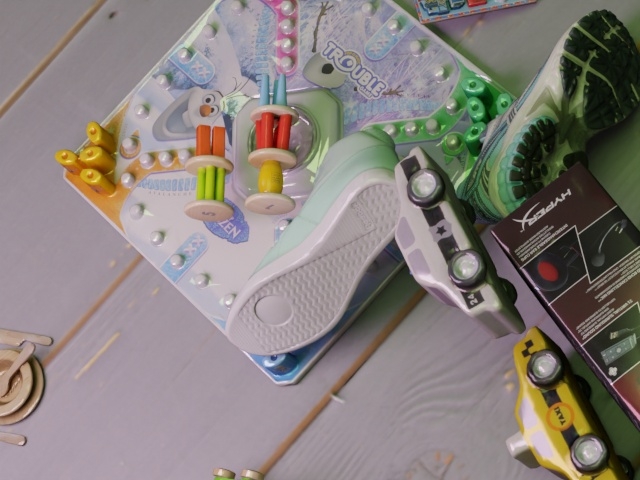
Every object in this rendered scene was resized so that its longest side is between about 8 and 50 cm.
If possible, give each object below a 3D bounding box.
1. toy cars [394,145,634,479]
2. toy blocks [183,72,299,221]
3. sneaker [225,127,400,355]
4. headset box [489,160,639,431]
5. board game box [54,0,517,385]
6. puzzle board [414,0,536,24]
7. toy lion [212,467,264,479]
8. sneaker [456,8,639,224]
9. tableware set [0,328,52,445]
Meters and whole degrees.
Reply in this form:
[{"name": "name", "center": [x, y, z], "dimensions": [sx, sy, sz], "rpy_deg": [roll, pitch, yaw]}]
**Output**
[{"name": "toy cars", "center": [0.166, 0.099, 1.603], "dimensions": [0.087, 0.176, 0.393], "rpy_deg": [-32, 102, 12]}, {"name": "toy blocks", "center": [-0.082, -0.100, 1.801], "dimensions": [0.123, 0.054, 0.148], "rpy_deg": [-5, 69, 19]}, {"name": "sneaker", "center": [0.001, 0.000, 1.735], "dimensions": [0.256, 0.094, 0.151], "rpy_deg": [-47, 20, 23]}, {"name": "headset box", "center": [0.300, 0.097, 1.567], "dimensions": [0.110, 0.218, 0.293], "rpy_deg": [-38, 65, 4]}, {"name": "board game box", "center": [-0.041, -0.108, 1.847], "dimensions": [0.390, 0.050, 0.390], "rpy_deg": [-47, 64, -1]}, {"name": "puzzle board", "center": [0.157, -0.283, 1.836], "dimensions": [0.128, 0.011, 0.096], "rpy_deg": [-11, 64, -6]}, {"name": "toy lion", "center": [-0.051, 0.255, 1.712], "dimensions": [0.100, 0.096, 0.034], "rpy_deg": [-9, 62, 59]}, {"name": "sneaker", "center": [0.220, -0.125, 1.712], "dimensions": [0.122, 0.110, 0.283], "rpy_deg": [-14, 31, 50]}, {"name": "tableware set", "center": [-0.395, 0.148, 1.885], "dimensions": [0.194, 0.039, 0.128], "rpy_deg": [7, 74, 21]}]
